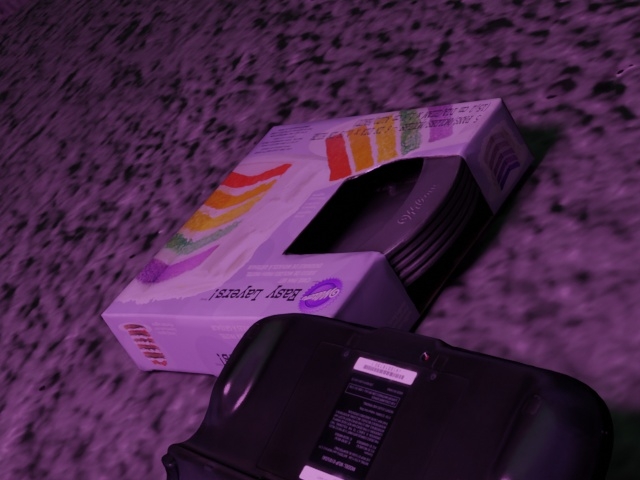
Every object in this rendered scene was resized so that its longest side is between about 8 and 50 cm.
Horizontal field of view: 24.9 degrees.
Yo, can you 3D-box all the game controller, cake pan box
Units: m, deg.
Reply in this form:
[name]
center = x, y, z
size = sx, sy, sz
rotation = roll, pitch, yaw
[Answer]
[game controller]
center = 0.022, 0.127, 0.804
size = 0.319, 0.067, 0.166
rotation = 10, 60, 55
[cake pan box]
center = 0.000, 0.000, 1.081
size = 0.267, 0.070, 0.246
rotation = -1, 42, 47
